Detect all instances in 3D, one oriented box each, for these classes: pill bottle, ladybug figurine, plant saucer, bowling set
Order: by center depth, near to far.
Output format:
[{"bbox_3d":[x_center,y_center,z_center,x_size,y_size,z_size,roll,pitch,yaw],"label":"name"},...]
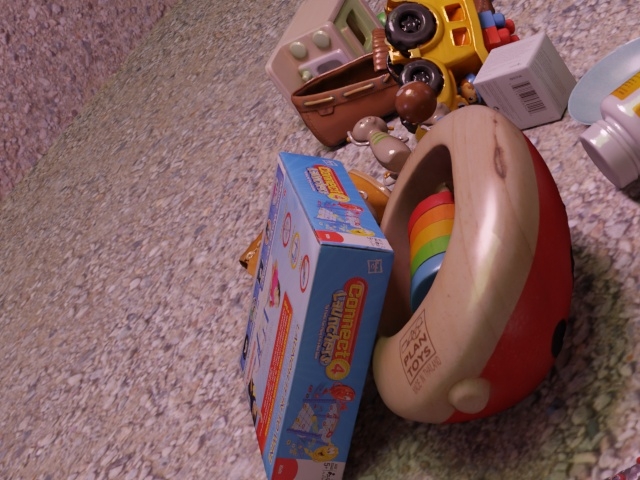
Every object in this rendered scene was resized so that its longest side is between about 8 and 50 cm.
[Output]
[{"bbox_3d":[0.173,0.034,1.396,0.305,0.162,0.449,-57,18,37],"label":"ladybug figurine"},{"bbox_3d":[0.421,-0.160,1.490,0.215,0.117,0.117,-38,25,3],"label":"pill bottle"},{"bbox_3d":[0.129,-0.134,1.650,0.287,0.199,0.154,-10,28,-16],"label":"bowling set"},{"bbox_3d":[0.426,-0.208,1.659,0.195,0.037,0.195,-32,26,18],"label":"plant saucer"}]

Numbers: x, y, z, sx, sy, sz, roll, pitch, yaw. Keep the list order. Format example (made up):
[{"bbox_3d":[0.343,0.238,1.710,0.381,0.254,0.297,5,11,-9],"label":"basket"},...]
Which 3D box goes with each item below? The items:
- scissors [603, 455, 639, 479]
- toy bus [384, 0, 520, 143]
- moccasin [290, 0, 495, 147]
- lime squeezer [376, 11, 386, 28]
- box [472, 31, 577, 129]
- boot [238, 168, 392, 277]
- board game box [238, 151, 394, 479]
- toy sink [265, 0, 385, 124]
[{"bbox_3d":[0.296,0.215,1.161,0.297,0.021,0.109,-23,32,33],"label":"scissors"},{"bbox_3d":[0.213,-0.277,1.934,0.211,0.149,0.220,-10,70,-1],"label":"toy bus"},{"bbox_3d":[0.122,-0.308,2.107,0.380,0.147,0.139,-26,28,26],"label":"moccasin"},{"bbox_3d":[0.103,-0.447,2.424,0.310,0.110,0.059,17,40,39],"label":"lime squeezer"},{"bbox_3d":[0.295,-0.227,1.791,0.102,0.101,0.087,-12,36,44],"label":"box"},{"bbox_3d":[-0.001,-0.001,1.847,0.211,0.104,0.295,-52,25,-11],"label":"boot"},{"bbox_3d":[-0.016,0.088,1.498,0.302,0.086,0.308,-115,34,-64],"label":"board game box"},{"bbox_3d":[0.021,-0.350,2.312,0.131,0.153,0.234,-19,31,36],"label":"toy sink"}]
